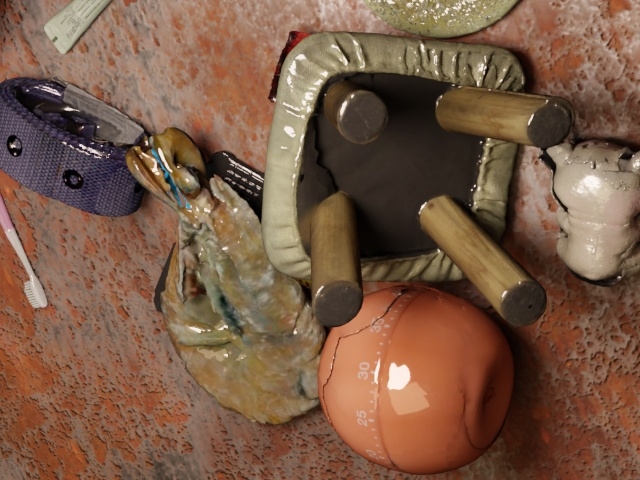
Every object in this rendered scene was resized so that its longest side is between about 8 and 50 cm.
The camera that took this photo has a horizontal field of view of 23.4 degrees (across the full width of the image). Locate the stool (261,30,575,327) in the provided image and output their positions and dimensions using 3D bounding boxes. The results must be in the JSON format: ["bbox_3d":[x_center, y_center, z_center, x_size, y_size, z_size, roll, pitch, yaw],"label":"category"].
[{"bbox_3d":[0.107,-0.060,1.753,0.310,0.226,0.310,1,113,-15],"label":"stool"}]

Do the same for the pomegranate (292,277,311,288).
[{"bbox_3d":[0.001,0.000,1.946,0.130,0.130,0.130,8,111,21],"label":"pomegranate"}]

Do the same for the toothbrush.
[{"bbox_3d":[-0.449,-0.035,2.183,0.025,0.020,0.286,-13,102,33],"label":"toothbrush"}]

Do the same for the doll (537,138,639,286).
[{"bbox_3d":[0.326,-0.039,1.811,0.149,0.095,0.192,5,112,24],"label":"doll"}]

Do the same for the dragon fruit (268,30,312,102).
[{"bbox_3d":[0.034,-0.188,1.873,0.192,0.122,0.092,21,100,18],"label":"dragon fruit"}]

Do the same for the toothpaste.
[{"bbox_3d":[-0.292,-0.317,2.013,0.197,0.029,0.048,-39,88,32],"label":"toothpaste"}]

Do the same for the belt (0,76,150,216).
[{"bbox_3d":[-0.334,-0.117,2.045,0.230,0.139,0.126,27,122,11],"label":"belt"}]

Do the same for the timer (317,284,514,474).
[{"bbox_3d":[0.117,0.170,1.896,0.215,0.229,0.229,12,113,28],"label":"timer"}]

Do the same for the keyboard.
[{"bbox_3d":[-0.145,0.006,2.070,0.106,0.016,0.262,30,117,11],"label":"keyboard"}]

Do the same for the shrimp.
[{"bbox_3d":[-0.131,0.054,2.024,0.221,0.110,0.445,-11,114,26],"label":"shrimp"}]

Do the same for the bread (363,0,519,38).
[{"bbox_3d":[0.131,-0.365,1.810,0.267,0.040,0.267,8,111,21],"label":"bread"}]
